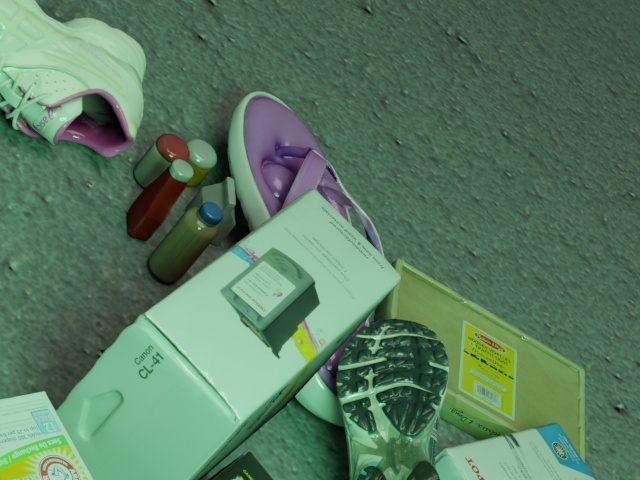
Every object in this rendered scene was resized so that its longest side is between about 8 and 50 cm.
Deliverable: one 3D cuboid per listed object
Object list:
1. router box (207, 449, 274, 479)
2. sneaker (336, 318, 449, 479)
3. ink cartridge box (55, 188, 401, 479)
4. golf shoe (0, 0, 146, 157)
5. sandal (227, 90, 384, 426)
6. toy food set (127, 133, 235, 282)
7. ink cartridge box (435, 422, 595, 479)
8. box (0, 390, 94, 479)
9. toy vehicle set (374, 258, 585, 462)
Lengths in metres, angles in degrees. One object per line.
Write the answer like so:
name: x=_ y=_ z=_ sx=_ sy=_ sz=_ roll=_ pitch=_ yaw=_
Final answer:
router box: x=-0.049 y=0.359 z=1.563 sx=0.309 sy=0.081 sz=0.243 roll=51 pitch=36 yaw=4
sneaker: x=0.063 y=0.206 z=1.818 sx=0.110 sy=0.122 sz=0.283 roll=5 pitch=53 yaw=-1
ink cartridge box: x=-0.092 y=0.112 z=1.680 sx=0.131 sy=0.226 sz=0.306 roll=45 pitch=37 yaw=4
golf shoe: x=-0.305 y=-0.176 z=1.885 sx=0.306 sy=0.115 sz=0.140 roll=15 pitch=46 yaw=-31
sandal: x=0.010 y=0.004 z=1.973 sx=0.169 sy=0.102 sz=0.416 roll=24 pitch=42 yaw=-45
toy food set: x=-0.125 y=-0.041 z=1.915 sx=0.111 sy=0.104 sz=0.232 roll=22 pitch=39 yaw=-26
ink cartridge box: x=0.201 y=0.274 z=1.911 sx=0.191 sy=0.082 sz=0.139 roll=-6 pitch=56 yaw=-45
box: x=-0.292 y=0.205 z=1.487 sx=0.203 sy=0.103 sz=0.114 roll=-8 pitch=59 yaw=-50
toy vehicle set: x=0.177 y=0.145 z=2.065 sx=0.267 sy=0.035 sz=0.166 roll=31 pitch=36 yaw=-15
